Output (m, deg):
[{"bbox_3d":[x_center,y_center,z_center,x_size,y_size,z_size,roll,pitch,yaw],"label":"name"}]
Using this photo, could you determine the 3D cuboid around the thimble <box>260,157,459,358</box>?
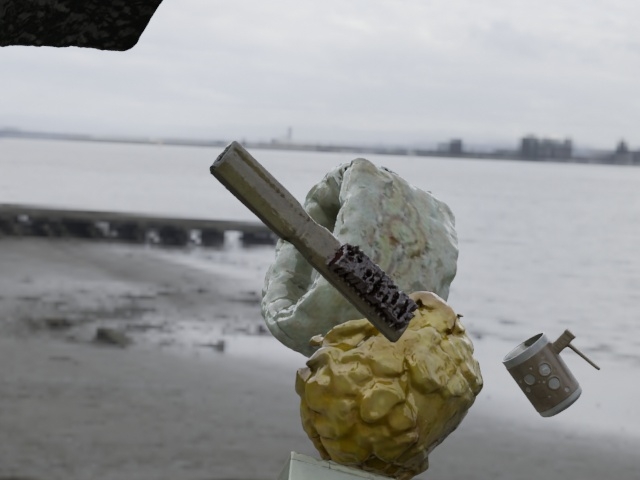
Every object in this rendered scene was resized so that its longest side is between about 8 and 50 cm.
[{"bbox_3d":[0.058,0.042,1.886,0.195,0.291,0.291,29,-5,-19],"label":"thimble"}]

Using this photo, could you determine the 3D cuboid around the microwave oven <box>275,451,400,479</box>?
[{"bbox_3d":[0.054,0.363,1.461,0.240,0.145,0.194,17,44,-11],"label":"microwave oven"}]

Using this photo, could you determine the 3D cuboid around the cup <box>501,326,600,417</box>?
[{"bbox_3d":[0.316,0.178,1.848,0.102,0.099,0.074,-35,1,-13],"label":"cup"}]

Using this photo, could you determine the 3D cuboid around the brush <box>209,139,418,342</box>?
[{"bbox_3d":[0.000,0.000,1.250,0.248,0.043,0.036,44,-37,-16],"label":"brush"}]

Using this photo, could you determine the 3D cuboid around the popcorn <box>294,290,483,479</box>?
[{"bbox_3d":[0.083,0.178,1.607,0.190,0.250,0.250,40,23,28],"label":"popcorn"}]

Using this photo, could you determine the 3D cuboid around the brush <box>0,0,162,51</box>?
[{"bbox_3d":[-0.230,-0.237,1.251,0.197,0.123,0.059,-7,50,-49],"label":"brush"}]
